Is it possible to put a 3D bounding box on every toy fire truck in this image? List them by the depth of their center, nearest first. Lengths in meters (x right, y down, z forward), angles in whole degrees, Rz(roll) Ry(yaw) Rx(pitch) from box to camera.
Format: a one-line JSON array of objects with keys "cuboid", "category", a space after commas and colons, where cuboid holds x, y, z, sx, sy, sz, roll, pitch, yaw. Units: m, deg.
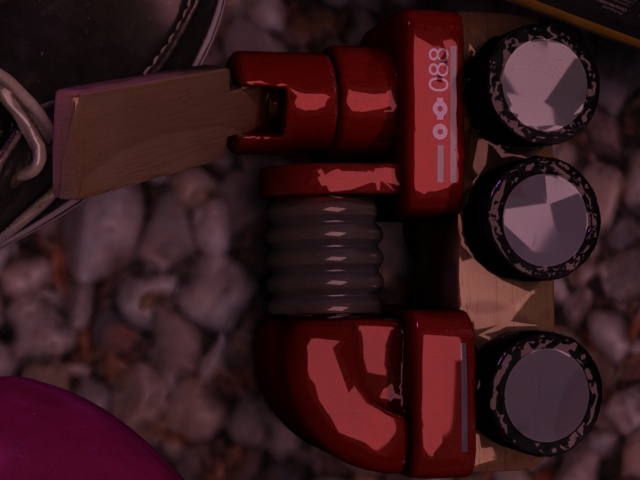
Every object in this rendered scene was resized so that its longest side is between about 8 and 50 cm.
[{"cuboid": [0.000, 0.000, 0.559, 0.246, 0.158, 0.217, 0, 89, -15], "category": "toy fire truck"}]

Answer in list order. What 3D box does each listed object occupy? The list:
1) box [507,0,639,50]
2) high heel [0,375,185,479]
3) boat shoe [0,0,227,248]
[{"cuboid": [0.175, -0.210, 0.620, 0.322, 0.079, 0.257, 14, 58, -23], "category": "box"}, {"cuboid": [-0.147, 0.228, 0.427, 0.127, 0.181, 0.377, -7, 111, -56], "category": "high heel"}, {"cuboid": [-0.154, -0.036, 0.500, 0.335, 0.119, 0.121, -45, 105, -18], "category": "boat shoe"}]
